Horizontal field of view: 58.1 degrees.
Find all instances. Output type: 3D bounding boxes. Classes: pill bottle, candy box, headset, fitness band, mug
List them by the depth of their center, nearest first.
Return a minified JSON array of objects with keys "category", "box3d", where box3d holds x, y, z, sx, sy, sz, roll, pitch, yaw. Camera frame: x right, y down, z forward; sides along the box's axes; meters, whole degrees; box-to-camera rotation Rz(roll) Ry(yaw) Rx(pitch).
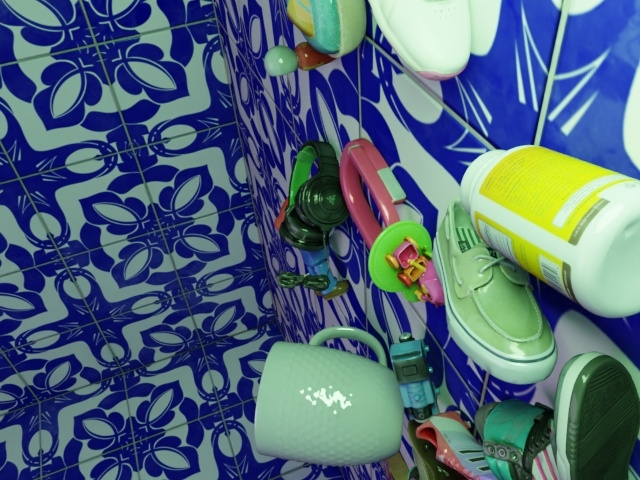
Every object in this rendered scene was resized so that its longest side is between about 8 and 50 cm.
[{"category":"pill bottle","box3d":[0.227,-0.023,0.559,0.215,0.117,0.117,-131,26,-60]},{"category":"fitness band","box3d":[0.105,-0.072,1.163,0.209,0.054,0.290,90,160,-54]},{"category":"headset","box3d":[-0.038,-0.062,1.393,0.243,0.185,0.394,126,142,-54]},{"category":"mug","box3d":[0.045,0.368,1.429,0.374,0.328,0.276,-74,-13,-46]},{"category":"candy box","box3d":[0.214,0.665,1.705,0.109,0.053,0.186,86,163,-48]}]

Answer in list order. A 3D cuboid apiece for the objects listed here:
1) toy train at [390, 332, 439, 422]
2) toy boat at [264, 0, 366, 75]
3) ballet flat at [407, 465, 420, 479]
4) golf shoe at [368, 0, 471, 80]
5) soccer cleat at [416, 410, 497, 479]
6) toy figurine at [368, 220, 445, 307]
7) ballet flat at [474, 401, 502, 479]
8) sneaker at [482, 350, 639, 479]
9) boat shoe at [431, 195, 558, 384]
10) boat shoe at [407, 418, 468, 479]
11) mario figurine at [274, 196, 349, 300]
[{"category":"toy train","box3d":[0.190,0.280,1.162,0.105,0.080,0.184,-53,-51,-73]},{"category":"toy boat","box3d":[-0.026,-0.409,1.046,0.318,0.148,0.267,109,142,-69]},{"category":"ballet flat","box3d":[0.269,0.687,1.421,0.096,0.095,0.280,25,132,57]},{"category":"golf shoe","box3d":[0.113,-0.337,0.645,0.140,0.115,0.306,180,72,-73]},{"category":"soccer cleat","box3d":[0.261,0.390,1.026,0.248,0.095,0.083,-138,33,-67]},{"category":"toy figurine","box3d":[0.183,0.066,0.934,0.173,0.130,0.159,55,169,-32]},{"category":"ballet flat","box3d":[0.299,0.346,0.866,0.068,0.072,0.213,105,146,-60]},{"category":"sneaker","box3d":[0.279,0.231,0.698,0.178,0.124,0.295,31,140,57]},{"category":"boat shoe","box3d":[0.200,0.046,0.718,0.302,0.109,0.094,-104,9,-58]},{"category":"boat shoe","box3d":[0.260,0.507,1.186,0.098,0.109,0.302,79,173,-49]},{"category":"mario figurine","box3d":[0.000,0.000,1.651,0.198,0.170,0.320,-10,112,35]}]
